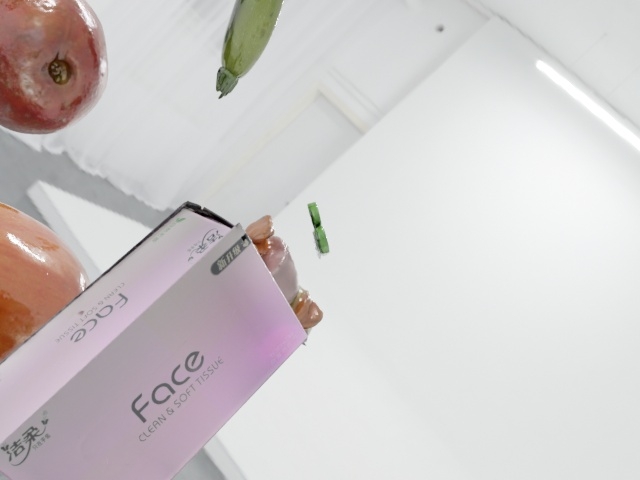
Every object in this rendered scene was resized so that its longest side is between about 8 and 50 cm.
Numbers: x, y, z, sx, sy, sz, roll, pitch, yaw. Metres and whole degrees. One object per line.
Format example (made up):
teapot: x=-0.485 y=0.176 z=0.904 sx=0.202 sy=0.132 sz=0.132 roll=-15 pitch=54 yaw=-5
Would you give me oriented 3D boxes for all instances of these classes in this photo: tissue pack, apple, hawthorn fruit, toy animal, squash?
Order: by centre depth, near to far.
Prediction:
tissue pack: x=-0.141 y=0.106 z=0.574 sx=0.092 sy=0.246 sz=0.148 roll=21 pitch=-32 yaw=45
apple: x=-0.370 y=0.066 z=0.730 sx=0.242 sy=0.242 sz=0.241 roll=50 pitch=-1 yaw=34
hawthorn fruit: x=-0.500 y=-0.324 z=1.226 sx=0.284 sy=0.284 sz=0.284 roll=46 pitch=4 yaw=-5
squash: x=-0.121 y=-0.419 z=1.294 sx=0.095 sy=0.340 sz=0.094 roll=19 pitch=-3 yaw=1
toy animal: x=-0.100 y=0.108 z=1.338 sx=0.169 sy=0.195 sz=0.281 roll=-8 pitch=-53 yaw=38

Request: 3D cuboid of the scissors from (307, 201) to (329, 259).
scissors: x=0.000 y=0.000 z=1.356 sx=0.204 sy=0.027 sz=0.101 roll=80 pitch=-4 yaw=-72
